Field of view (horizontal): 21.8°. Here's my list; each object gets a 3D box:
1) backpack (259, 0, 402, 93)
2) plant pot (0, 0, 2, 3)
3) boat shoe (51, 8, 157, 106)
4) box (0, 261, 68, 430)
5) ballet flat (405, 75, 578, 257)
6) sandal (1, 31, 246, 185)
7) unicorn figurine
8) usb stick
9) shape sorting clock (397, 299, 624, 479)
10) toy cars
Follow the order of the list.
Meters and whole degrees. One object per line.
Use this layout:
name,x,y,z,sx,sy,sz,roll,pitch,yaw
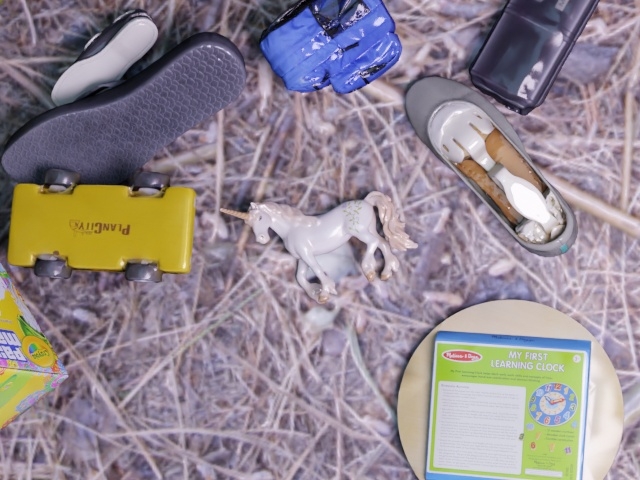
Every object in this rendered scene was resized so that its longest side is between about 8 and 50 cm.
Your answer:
backpack,0.009,-0.183,1.539,0.120,0.098,0.101,-30,85,7
plant pot,-0.473,-0.192,1.553,0.275,0.275,0.293,33,98,11
boat shoe,-0.211,-0.176,1.610,0.125,0.038,0.046,-43,122,11
box,-0.411,0.046,1.434,0.177,0.290,0.279,-38,72,10
ballet flat,0.157,-0.074,1.519,0.072,0.068,0.213,-42,80,5
sandal,-0.184,-0.118,1.589,0.254,0.054,0.097,-25,124,10
unicorn figurine,0.000,0.000,1.555,0.162,0.060,0.111,-20,82,-7
usb stick,0.230,-0.248,1.529,0.077,0.045,0.278,30,92,18
shape sorting clock,0.172,0.156,1.516,0.206,0.040,0.206,-1,86,14
toy cars,-0.273,0.057,1.587,0.394,0.087,0.176,-39,72,10
